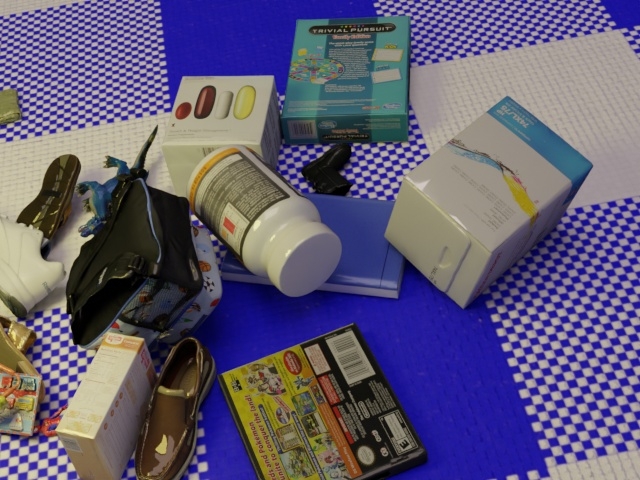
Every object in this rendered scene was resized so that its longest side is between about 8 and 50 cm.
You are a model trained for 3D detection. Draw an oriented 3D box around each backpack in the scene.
[{"bbox_3d":[-0.304,0.066,1.635,0.263,0.213,0.276,-42,36,22],"label":"backpack"}]

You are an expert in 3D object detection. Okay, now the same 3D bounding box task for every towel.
[{"bbox_3d":[-0.735,-0.284,2.161,0.148,0.027,0.110,-18,46,-7],"label":"towel"}]

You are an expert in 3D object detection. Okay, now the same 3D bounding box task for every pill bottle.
[{"bbox_3d":[-0.098,-0.035,1.692,0.162,0.162,0.278,-31,51,-20],"label":"pill bottle"}]

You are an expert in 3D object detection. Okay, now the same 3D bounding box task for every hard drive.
[{"bbox_3d":[0.000,0.000,1.788,0.318,0.040,0.210,6,48,12],"label":"hard drive"}]

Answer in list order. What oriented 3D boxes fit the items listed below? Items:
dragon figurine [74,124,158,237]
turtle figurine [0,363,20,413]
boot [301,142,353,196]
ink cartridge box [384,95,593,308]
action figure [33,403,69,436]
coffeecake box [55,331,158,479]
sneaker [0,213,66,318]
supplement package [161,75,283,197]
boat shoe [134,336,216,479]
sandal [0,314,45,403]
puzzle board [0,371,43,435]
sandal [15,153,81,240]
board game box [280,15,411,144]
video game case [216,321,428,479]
[{"bbox_3d":[-0.371,-0.095,1.896,0.144,0.085,0.289,27,56,28],"label":"dragon figurine"},{"bbox_3d":[-0.612,0.299,1.560,0.269,0.087,0.217,-2,53,11],"label":"turtle figurine"},{"bbox_3d":[0.029,-0.129,1.903,0.121,0.045,0.099,-31,48,-11],"label":"boot"},{"bbox_3d":[0.281,-0.064,1.675,0.270,0.198,0.197,-38,71,-26],"label":"ink cartridge box"},{"bbox_3d":[-0.410,0.288,1.584,0.115,0.030,0.038,-19,53,-7],"label":"action figure"},{"bbox_3d":[-0.322,0.260,1.518,0.068,0.142,0.185,9,48,15],"label":"coffeecake box"},{"bbox_3d":[-0.573,0.015,1.810,0.129,0.111,0.297,-33,60,-20],"label":"sneaker"},{"bbox_3d":[-0.186,-0.204,1.930,0.194,0.149,0.203,0,48,8],"label":"supplement package"},{"bbox_3d":[-0.236,0.263,1.536,0.095,0.095,0.257,3,48,10],"label":"boat shoe"},{"bbox_3d":[-0.516,0.186,1.678,0.079,0.088,0.240,-8,44,-47],"label":"sandal"},{"bbox_3d":[-0.511,0.261,1.587,0.128,0.011,0.096,1,76,23],"label":"puzzle board"},{"bbox_3d":[-0.519,-0.064,1.897,0.090,0.060,0.219,9,67,22],"label":"sandal"},{"bbox_3d":[0.062,-0.343,2.074,0.254,0.079,0.336,0,47,8],"label":"board game box"},{"bbox_3d":[-0.003,0.276,1.536,0.248,0.035,0.275,-20,49,-11],"label":"video game case"}]
